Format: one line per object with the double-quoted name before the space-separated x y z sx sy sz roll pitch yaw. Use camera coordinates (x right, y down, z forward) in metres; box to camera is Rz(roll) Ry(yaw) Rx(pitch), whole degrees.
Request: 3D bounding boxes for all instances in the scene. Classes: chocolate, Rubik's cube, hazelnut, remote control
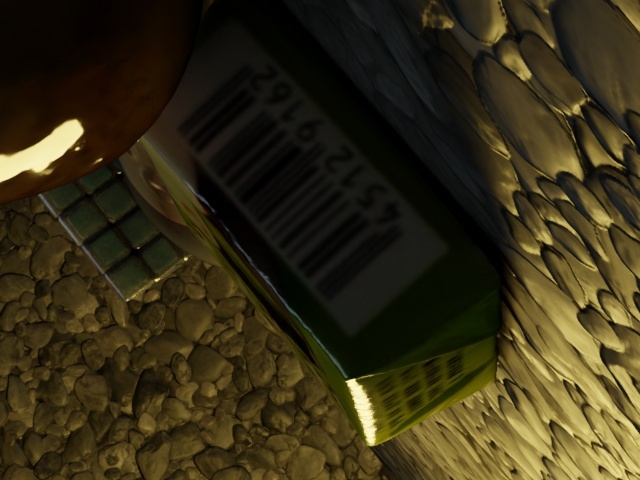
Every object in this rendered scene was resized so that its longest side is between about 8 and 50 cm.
"chocolate" 0.000 0.000 1.077 0.301 0.137 0.289 51 173 19
"Rubik's cube" -0.238 -0.085 1.820 0.237 0.237 0.238 53 172 -11
"hazelnut" -0.242 -0.189 0.875 0.366 0.366 0.366 52 173 9
"remote control" -0.147 -0.089 1.571 0.221 0.103 0.332 29 153 29

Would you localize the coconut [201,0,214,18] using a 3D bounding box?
"coconut" -0.189 -0.186 1.124 0.224 0.224 0.224 52 173 9
